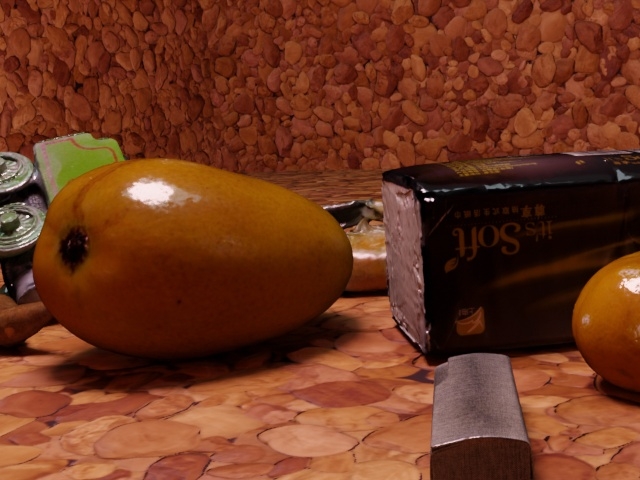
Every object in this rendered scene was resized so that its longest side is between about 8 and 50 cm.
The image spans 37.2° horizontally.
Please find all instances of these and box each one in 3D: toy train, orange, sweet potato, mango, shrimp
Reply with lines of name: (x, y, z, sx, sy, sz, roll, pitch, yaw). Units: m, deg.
toy train: (-0.373, -0.026, 1.371, 0.249, 0.173, 0.307, -15, 43, -16)
orange: (0.302, 0.069, 0.839, 0.156, 0.124, 0.156, -1, 7, 0)
sweet potato: (-0.402, 0.098, 1.191, 0.067, 0.059, 0.281, -26, 19, -35)
mango: (-0.127, 0.021, 1.073, 0.378, 0.221, 0.264, 1, 0, -34)
shrimp: (0.000, 0.000, 1.424, 0.445, 0.085, 0.272, -8, 24, 7)

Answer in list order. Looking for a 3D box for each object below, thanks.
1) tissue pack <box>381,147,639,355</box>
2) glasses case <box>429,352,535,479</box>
tissue pack: (0.267, 0.001, 1.060, 0.370, 0.198, 0.210, -5, 6, -6)
glasses case: (0.121, 0.137, 0.734, 0.071, 0.047, 0.205, -4, 9, 9)
